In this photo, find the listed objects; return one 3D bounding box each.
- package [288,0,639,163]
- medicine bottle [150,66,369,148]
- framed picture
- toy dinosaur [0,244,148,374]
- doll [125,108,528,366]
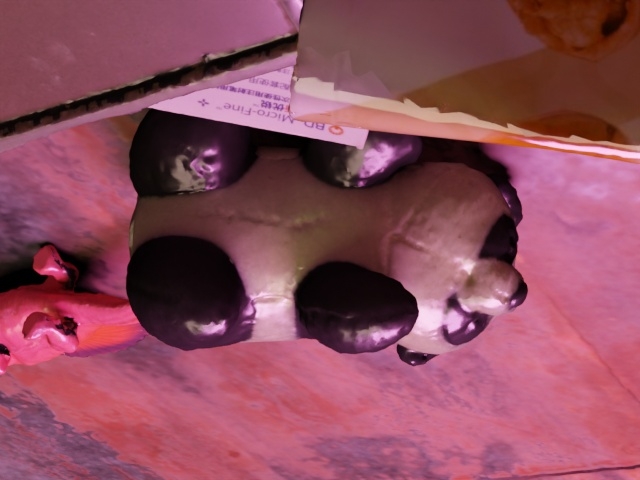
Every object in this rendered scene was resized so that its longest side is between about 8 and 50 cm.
[{"bbox_3d":[0.154,-0.090,0.657,0.311,0.221,0.165,7,154,2],"label":"package"},{"bbox_3d":[-0.059,-0.120,0.817,0.201,0.052,0.171,10,147,-3],"label":"medicine bottle"},{"bbox_3d":[-0.160,-0.120,0.764,0.281,0.019,0.209,-14,135,21],"label":"framed picture"},{"bbox_3d":[-0.155,0.057,1.174,0.286,0.070,0.139,-16,152,33],"label":"toy dinosaur"},{"bbox_3d":[-0.002,-0.001,0.949,0.234,0.143,0.135,1,166,11],"label":"doll"}]
